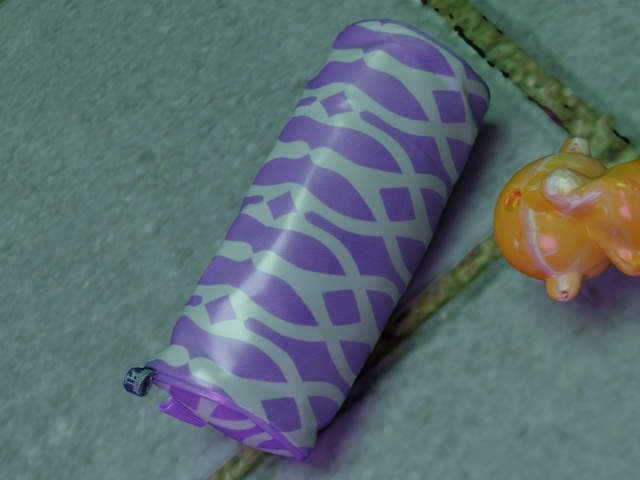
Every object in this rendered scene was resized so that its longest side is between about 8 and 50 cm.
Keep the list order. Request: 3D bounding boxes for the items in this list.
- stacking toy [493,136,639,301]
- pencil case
[{"bbox_3d":[0.179,-0.021,0.429,0.301,0.165,0.175,-12,64,46],"label":"stacking toy"},{"bbox_3d":[0.000,0.000,0.588,0.206,0.086,0.088,-59,17,-15],"label":"pencil case"}]
